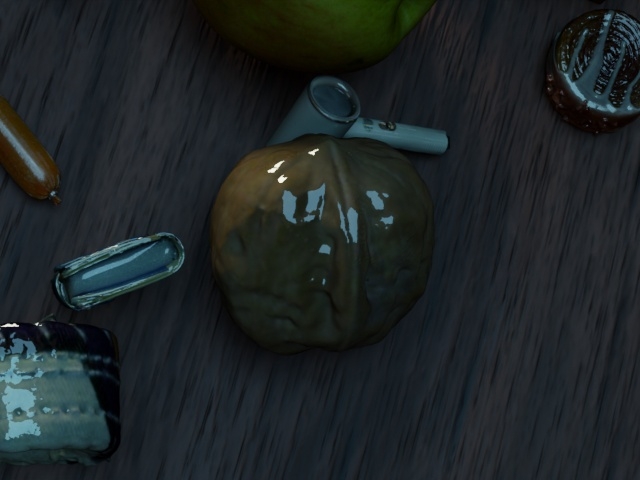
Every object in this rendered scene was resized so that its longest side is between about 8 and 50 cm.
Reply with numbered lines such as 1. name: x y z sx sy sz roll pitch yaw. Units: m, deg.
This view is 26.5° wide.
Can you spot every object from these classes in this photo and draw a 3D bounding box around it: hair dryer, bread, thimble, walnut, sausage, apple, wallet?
1. hair dryer: 0.058 -0.130 1.681 0.236 0.131 0.073 2 55 -32
2. bread: 0.371 -0.220 1.771 0.160 0.073 0.161 2 79 -12
3. thimble: -0.332 0.171 1.472 0.237 0.237 0.150 -2 76 -12
4. walnut: 0.003 0.000 1.554 0.273 0.227 0.273 5 116 10
5. sausage: -0.416 -0.179 1.605 0.053 0.053 0.348 -39 89 -16
6. apple: 0.004 -0.362 1.581 0.339 0.339 0.340 2 78 -12
7. wallet: -0.232 0.036 1.526 0.141 0.202 0.059 -19 94 -13

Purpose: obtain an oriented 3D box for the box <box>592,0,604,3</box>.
1. box: 0.267 -0.425 1.725 0.313 0.197 0.089 21 75 -7
